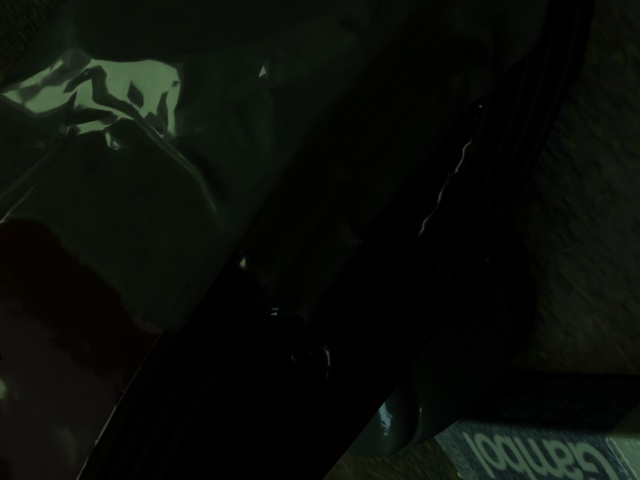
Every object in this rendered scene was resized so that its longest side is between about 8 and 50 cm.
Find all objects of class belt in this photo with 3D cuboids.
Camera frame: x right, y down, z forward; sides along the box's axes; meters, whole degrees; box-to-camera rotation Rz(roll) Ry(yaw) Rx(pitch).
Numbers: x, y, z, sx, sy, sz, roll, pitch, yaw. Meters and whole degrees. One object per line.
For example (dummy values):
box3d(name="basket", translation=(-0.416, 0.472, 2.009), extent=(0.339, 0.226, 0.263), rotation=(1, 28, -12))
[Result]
box3d(name="belt", translation=(-0.034, -0.009, 0.545), extent=(0.122, 0.339, 0.217), rotation=(39, -165, 26))

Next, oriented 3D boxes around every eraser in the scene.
box3d(name="eraser", translation=(0.137, 0.116, 0.719), extent=(0.092, 0.046, 0.212), rotation=(56, 158, -10))

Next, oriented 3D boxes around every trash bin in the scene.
box3d(name="trash bin", translation=(0.000, 0.000, 0.755), extent=(0.236, 0.101, 0.177), rotation=(45, 159, 26))
